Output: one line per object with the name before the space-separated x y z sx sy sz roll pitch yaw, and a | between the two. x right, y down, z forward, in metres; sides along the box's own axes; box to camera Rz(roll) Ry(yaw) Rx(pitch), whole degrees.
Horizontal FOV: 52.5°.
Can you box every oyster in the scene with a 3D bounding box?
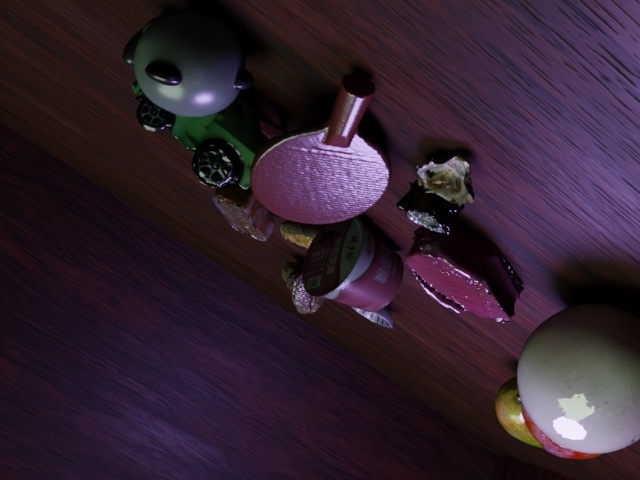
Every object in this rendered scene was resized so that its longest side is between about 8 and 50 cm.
oyster | 0.220 -0.111 1.143 0.148 0.051 0.103 10 136 52

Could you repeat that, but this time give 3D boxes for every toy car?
toy car | -0.209 -0.236 1.348 0.358 0.176 0.213 43 -166 -8

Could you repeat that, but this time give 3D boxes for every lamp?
lamp | -0.243 -0.320 1.157 0.244 0.198 0.198 40 175 45

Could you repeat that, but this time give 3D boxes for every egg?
egg | 0.537 0.264 1.283 0.283 0.283 0.345 26 150 21

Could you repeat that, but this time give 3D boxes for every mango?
mango | 0.698 0.547 2.026 0.382 0.201 0.225 28 146 -29

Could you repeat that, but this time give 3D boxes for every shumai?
shumai | -0.066 0.153 2.348 0.175 0.166 0.206 30 143 40

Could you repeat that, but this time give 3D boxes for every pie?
pie | 0.000 0.000 1.895 0.282 0.068 0.128 13 157 40

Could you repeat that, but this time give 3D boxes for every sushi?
sushi | 0.215 -0.065 1.238 0.098 0.084 0.094 23 167 45

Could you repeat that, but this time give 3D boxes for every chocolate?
chocolate | -0.226 -0.092 1.988 0.148 0.093 0.214 25 163 27

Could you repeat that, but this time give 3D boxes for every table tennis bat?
table tennis bat | 0.012 -0.145 1.197 0.268 0.051 0.415 7 149 -11

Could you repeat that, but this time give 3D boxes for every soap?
soap | 0.300 0.057 1.402 0.182 0.112 0.289 3 147 41

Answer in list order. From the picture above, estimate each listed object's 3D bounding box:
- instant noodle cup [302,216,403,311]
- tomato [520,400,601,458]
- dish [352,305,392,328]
instant noodle cup | 0.091 0.069 1.676 0.178 0.235 0.235 29 168 -31
tomato | 0.650 0.438 1.674 0.265 0.265 0.265 29 165 9
dish | 0.184 0.233 2.269 0.190 0.066 0.191 31 167 8
